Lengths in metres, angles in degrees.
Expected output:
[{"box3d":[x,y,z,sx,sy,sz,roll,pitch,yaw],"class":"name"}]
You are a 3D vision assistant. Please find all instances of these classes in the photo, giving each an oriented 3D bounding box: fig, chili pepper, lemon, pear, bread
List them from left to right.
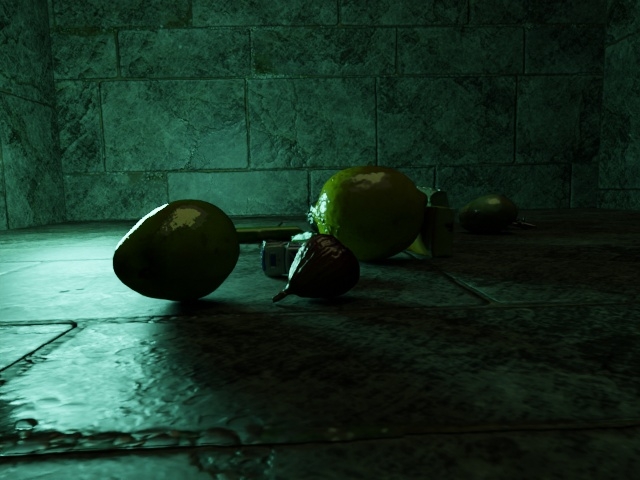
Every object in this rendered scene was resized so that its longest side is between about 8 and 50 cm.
[{"box3d":[-0.244,0.020,0.765,0.187,0.188,0.219,2,9,25],"class":"pear"},{"box3d":[-0.013,0.045,0.768,0.153,0.119,0.119,-3,7,-21],"class":"fig"},{"box3d":[0.001,-0.003,1.434,0.216,0.062,0.108,2,1,31],"class":"chili pepper"},{"box3d":[0.133,-0.074,1.160,0.310,0.258,0.258,-8,7,-4],"class":"lemon"},{"box3d":[0.285,-0.040,1.342,0.077,0.138,0.361,-1,7,-12],"class":"bread"}]

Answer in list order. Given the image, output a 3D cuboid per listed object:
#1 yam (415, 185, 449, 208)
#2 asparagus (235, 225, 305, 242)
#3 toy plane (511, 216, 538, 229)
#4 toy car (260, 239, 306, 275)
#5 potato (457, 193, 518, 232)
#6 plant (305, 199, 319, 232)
[{"box3d":[0.457,-0.139,2.007,0.201,0.202,0.271,-27,17,-19],"class":"yam"},{"box3d":[-0.200,-0.026,1.661,0.277,0.060,0.067,-3,-4,-18],"class":"asparagus"},{"box3d":[0.829,-0.078,1.893,0.189,0.061,0.130,3,7,36],"class":"toy plane"},{"box3d":[-0.047,0.039,0.981,0.170,0.080,0.070,-1,8,-6],"class":"toy car"},{"box3d":[0.665,-0.103,1.770,0.235,0.160,0.178,-13,-41,39],"class":"potato"},{"box3d":[0.068,-0.074,1.624,0.256,0.164,0.142,8,0,-36],"class":"plant"}]
